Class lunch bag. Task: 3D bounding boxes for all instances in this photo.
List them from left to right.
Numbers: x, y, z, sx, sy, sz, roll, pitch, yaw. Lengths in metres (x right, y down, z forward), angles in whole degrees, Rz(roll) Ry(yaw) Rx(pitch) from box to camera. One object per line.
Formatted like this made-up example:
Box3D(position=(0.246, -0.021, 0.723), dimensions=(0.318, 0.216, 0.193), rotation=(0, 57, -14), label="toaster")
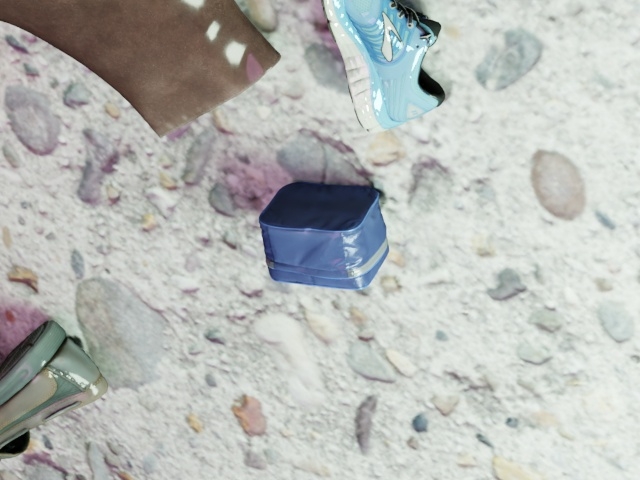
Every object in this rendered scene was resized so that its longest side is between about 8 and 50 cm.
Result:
Box3D(position=(0.000, 0.000, 1.287), dimensions=(0.098, 0.067, 0.065), rotation=(6, 126, 26), label="lunch bag")

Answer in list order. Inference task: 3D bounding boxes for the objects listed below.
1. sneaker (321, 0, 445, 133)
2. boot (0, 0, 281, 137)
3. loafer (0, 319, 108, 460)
Box3D(position=(0.046, -0.154, 1.165), dimensions=(0.073, 0.063, 0.162), rotation=(-11, 124, 14), label="sneaker")
Box3D(position=(-0.179, -0.153, 1.232), dimensions=(0.248, 0.090, 0.207), rotation=(-26, 113, 23), label="boot")
Box3D(position=(-0.295, 0.173, 1.565), dimensions=(0.084, 0.096, 0.267), rotation=(40, 131, -12), label="loafer")
